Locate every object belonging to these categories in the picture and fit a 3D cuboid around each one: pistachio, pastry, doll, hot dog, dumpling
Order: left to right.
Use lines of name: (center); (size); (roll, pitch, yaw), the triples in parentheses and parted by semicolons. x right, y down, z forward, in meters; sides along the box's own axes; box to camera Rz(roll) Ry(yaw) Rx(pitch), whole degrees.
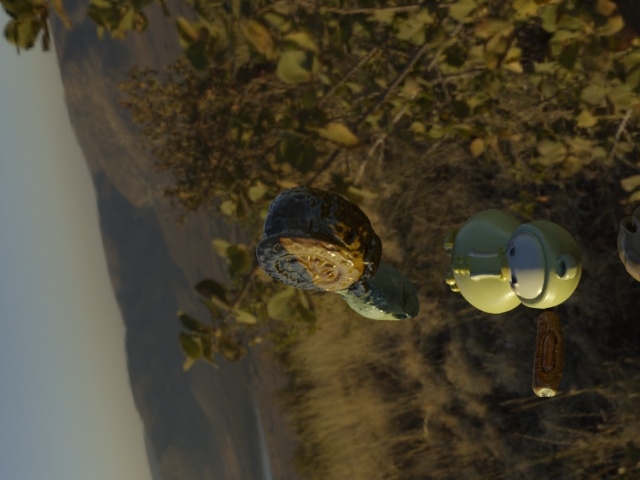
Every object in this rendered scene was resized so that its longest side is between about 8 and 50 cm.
pastry: (0.000, 0.000, 1.486); (0.240, 0.235, 0.132); (107, 173, -63)
dumpling: (0.128, 0.096, 1.702); (0.108, 0.219, 0.152); (145, 145, -67)
doll: (0.241, 0.027, 0.994); (0.296, 0.117, 0.141); (171, 100, -83)
hot dog: (0.320, 0.155, 1.077); (0.028, 0.044, 0.137); (67, -148, -41)
pistachio: (0.585, 0.004, 1.329); (0.152, 0.223, 0.126); (40, 120, 2)
